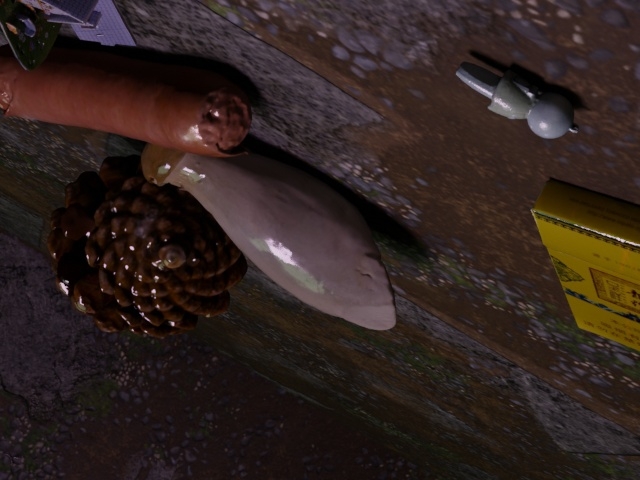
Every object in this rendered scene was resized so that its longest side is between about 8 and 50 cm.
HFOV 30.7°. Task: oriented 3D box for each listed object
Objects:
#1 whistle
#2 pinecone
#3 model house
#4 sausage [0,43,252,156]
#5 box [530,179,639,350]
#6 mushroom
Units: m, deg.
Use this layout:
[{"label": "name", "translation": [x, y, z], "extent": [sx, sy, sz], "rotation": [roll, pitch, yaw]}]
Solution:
[{"label": "whistle", "translation": [0.147, -0.105, 0.868], "extent": [0.100, 0.035, 0.035], "rotation": [29, 165, 7]}, {"label": "pinecone", "translation": [-0.237, 0.002, 1.509], "extent": [0.264, 0.264, 0.264], "rotation": [27, 165, 8]}, {"label": "model house", "translation": [-0.222, -0.217, 1.027], "extent": [0.088, 0.117, 0.167], "rotation": [21, 160, 16]}, {"label": "sausage", "translation": [-0.236, -0.159, 1.277], "extent": [0.419, 0.094, 0.094], "rotation": [14, -179, 39]}, {"label": "box", "translation": [0.295, 0.043, 1.084], "extent": [0.153, 0.041, 0.279], "rotation": [22, 164, 29]}, {"label": "mushroom", "translation": [-0.045, -0.020, 1.323], "extent": [0.350, 0.128, 0.128], "rotation": [34, 165, -3]}]
